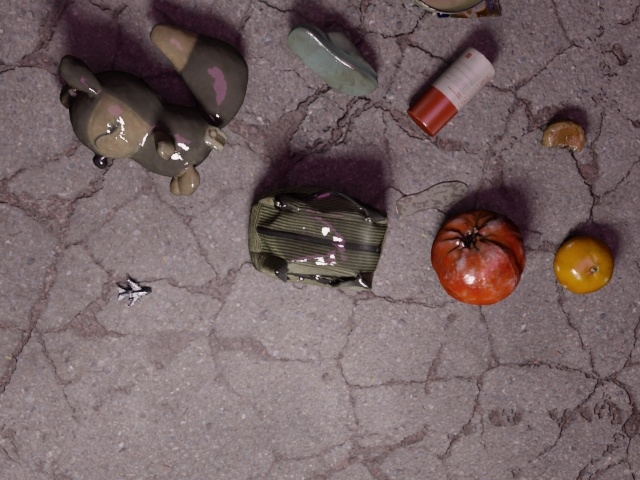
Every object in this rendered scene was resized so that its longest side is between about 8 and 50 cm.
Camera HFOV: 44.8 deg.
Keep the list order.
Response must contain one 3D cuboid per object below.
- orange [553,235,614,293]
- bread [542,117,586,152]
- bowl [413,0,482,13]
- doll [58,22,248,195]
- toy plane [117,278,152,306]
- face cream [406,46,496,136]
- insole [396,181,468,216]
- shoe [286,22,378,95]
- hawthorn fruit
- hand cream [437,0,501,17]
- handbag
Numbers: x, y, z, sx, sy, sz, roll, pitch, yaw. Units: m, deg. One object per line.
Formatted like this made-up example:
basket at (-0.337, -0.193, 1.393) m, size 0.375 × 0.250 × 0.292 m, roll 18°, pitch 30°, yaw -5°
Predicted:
orange at (0.686, 0.065, 2.021) m, size 0.156 × 0.124 × 0.156 m, roll -2°, pitch 101°, yaw -12°
bread at (0.617, -0.269, 1.970) m, size 0.113 × 0.060 × 0.082 m, roll 11°, pitch 101°, yaw -13°
bowl at (0.285, -0.632, 1.796) m, size 0.237 × 0.126 × 0.238 m, roll 0°, pitch 93°, yaw -6°
doll at (-0.388, -0.320, 1.756) m, size 0.382 × 0.252 × 0.379 m, roll 33°, pitch 64°, yaw -17°
toy plane at (-0.455, 0.129, 1.907) m, size 0.083 × 0.031 × 0.078 m, roll -2°, pitch 118°, yaw -6°
face cream at (0.316, -0.359, 1.885) m, size 0.214 × 0.096 × 0.096 m, roll -45°, pitch 105°, yaw 3°
insole at (0.285, -0.106, 1.982) m, size 0.193 × 0.006 × 0.065 m, roll -17°, pitch 105°, yaw -4°
shoe at (0.033, -0.439, 1.833) m, size 0.251 × 0.103 × 0.100 m, roll 30°, pitch 53°, yaw -26°
hawthorn fruit at (0.407, 0.061, 1.948) m, size 0.242 × 0.242 × 0.272 m, roll -35°, pitch 136°, yaw 0°
hand cream at (0.361, -0.565, 1.879) m, size 0.163 × 0.039 × 0.062 m, roll -10°, pitch 88°, yaw -9°
handbag at (0.000, 0.000, 1.844) m, size 0.340 × 0.240 × 0.247 m, roll 9°, pitch 96°, yaw -9°
